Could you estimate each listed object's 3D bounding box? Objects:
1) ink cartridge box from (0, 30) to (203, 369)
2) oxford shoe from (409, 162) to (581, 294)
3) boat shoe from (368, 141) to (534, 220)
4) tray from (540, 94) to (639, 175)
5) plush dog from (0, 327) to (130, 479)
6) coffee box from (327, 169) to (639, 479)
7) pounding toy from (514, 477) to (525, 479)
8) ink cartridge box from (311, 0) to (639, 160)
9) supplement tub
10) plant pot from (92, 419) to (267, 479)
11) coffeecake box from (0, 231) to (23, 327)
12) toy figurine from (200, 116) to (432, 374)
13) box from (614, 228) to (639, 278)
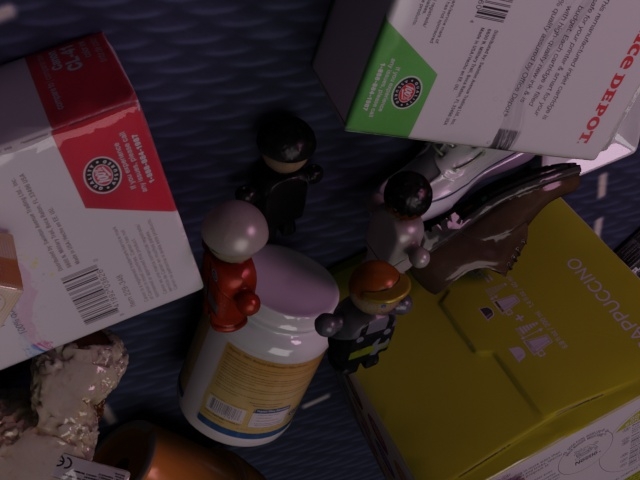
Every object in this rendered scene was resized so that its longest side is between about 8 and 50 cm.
[{"bbox_3d":[-0.280,-0.011,0.724,0.306,0.131,0.226,-21,137,-11],"label":"ink cartridge box"},{"bbox_3d":[0.200,-0.014,0.964,0.227,0.083,0.096,-30,96,-3],"label":"oxford shoe"},{"bbox_3d":[0.144,-0.096,0.958,0.226,0.083,0.075,-30,129,-21],"label":"boat shoe"},{"bbox_3d":[0.305,-0.191,0.975,0.145,0.030,0.270,-23,132,-13],"label":"tray"},{"bbox_3d":[-0.311,0.216,0.880,0.263,0.210,0.225,-19,179,-19],"label":"plush dog"},{"bbox_3d":[0.220,0.184,1.064,0.338,0.337,0.334,-26,138,-7],"label":"coffee box"},{"bbox_3d":[0.203,0.327,0.783,0.094,0.206,0.181,-6,130,-26],"label":"pounding toy"},{"bbox_3d":[0.166,-0.201,0.800,0.289,0.121,0.211,4,127,-25],"label":"ink cartridge box"},{"bbox_3d":[-0.070,0.118,0.967,0.144,0.144,0.199,1,129,-32],"label":"supplement tub"},{"bbox_3d":[-0.193,0.326,1.069,0.205,0.205,0.188,-37,123,4],"label":"plant pot"},{"bbox_3d":[-0.325,0.065,0.622,0.142,0.068,0.185,19,119,-40],"label":"coffeecake box"},{"bbox_3d":[0.000,0.000,0.827,0.210,0.213,0.148,21,135,8],"label":"toy figurine"},{"bbox_3d":[0.541,0.023,1.330,0.191,0.045,0.184,-45,140,12],"label":"box"}]
